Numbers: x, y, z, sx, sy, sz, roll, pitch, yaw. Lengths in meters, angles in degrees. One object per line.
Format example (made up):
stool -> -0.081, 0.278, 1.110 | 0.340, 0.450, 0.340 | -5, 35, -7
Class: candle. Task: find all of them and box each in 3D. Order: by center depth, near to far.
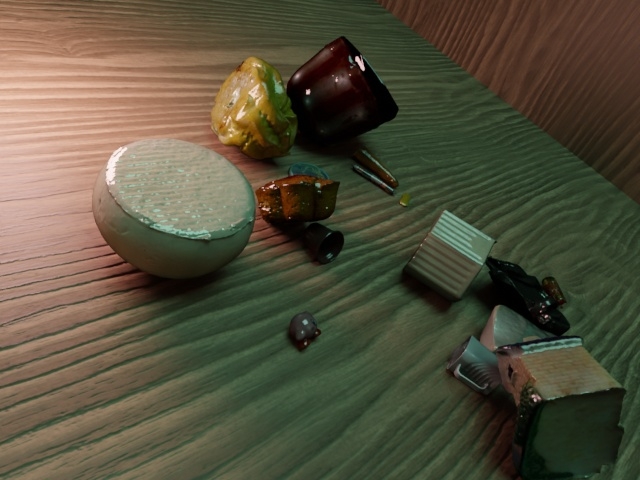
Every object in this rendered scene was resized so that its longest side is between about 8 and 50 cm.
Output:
candle -> 0.814, 0.186, 1.887 | 0.052, 0.052, 0.131 | 16, 39, -16

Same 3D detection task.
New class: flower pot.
flower pot -> 0.000, 0.000, 1.573 | 0.111, 0.111, 0.089 | -16, 40, -42
flower pot -> 0.385, 0.049, 1.639 | 0.189, 0.209, 0.239 | 32, 52, 7

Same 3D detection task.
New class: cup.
cup -> 0.406, 0.336, 1.426 | 0.129, 0.095, 0.128 | 36, 39, 9

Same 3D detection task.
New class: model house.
model house -> 0.551, 0.379, 1.315 | 0.243, 0.298, 0.284 | -6, 30, 0

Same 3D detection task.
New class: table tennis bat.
table tennis bat -> -0.025, -0.190, 1.823 | 0.149, 0.038, 0.237 | 8, 39, -25

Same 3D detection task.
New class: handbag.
handbag -> 0.639, 0.169, 1.685 | 0.257, 0.113, 0.285 | 26, 26, -55

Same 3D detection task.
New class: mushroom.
mushroom -> 0.642, 0.341, 1.543 | 0.397, 0.126, 0.177 | 26, 39, -5

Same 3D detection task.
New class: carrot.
carrot -> 0.219, -0.272, 2.057 | 0.209, 0.061, 0.061 | 43, 39, 11

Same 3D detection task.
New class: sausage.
sausage -> 0.196, -0.226, 2.006 | 0.198, 0.025, 0.028 | 33, 53, 8

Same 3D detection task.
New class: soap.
soap -> 0.314, -0.151, 2.002 | 0.034, 0.012, 0.089 | 29, 37, 2

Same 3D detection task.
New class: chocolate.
chocolate -> 0.052, -0.507, 1.992 | 0.384, 0.331, 0.383 | 51, 5, -6

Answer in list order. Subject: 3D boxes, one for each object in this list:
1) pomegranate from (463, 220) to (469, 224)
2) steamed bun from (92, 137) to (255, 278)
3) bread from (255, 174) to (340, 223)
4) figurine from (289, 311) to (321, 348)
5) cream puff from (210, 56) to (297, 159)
pomegranate -> 0.432, 0.011, 1.807 | 0.122, 0.169, 0.143 | 10, 28, 42
steamed bun -> -0.351, -0.061, 1.299 | 0.374, 0.241, 0.374 | 19, 41, -18
bread -> -0.077, -0.119, 1.556 | 0.232, 0.246, 0.135 | -3, 91, -28
figurine -> -0.042, 0.212, 1.315 | 0.067, 0.071, 0.083 | -8, 20, 22
cream puff -> -0.198, -0.419, 1.803 | 0.257, 0.291, 0.324 | 30, 11, -35
